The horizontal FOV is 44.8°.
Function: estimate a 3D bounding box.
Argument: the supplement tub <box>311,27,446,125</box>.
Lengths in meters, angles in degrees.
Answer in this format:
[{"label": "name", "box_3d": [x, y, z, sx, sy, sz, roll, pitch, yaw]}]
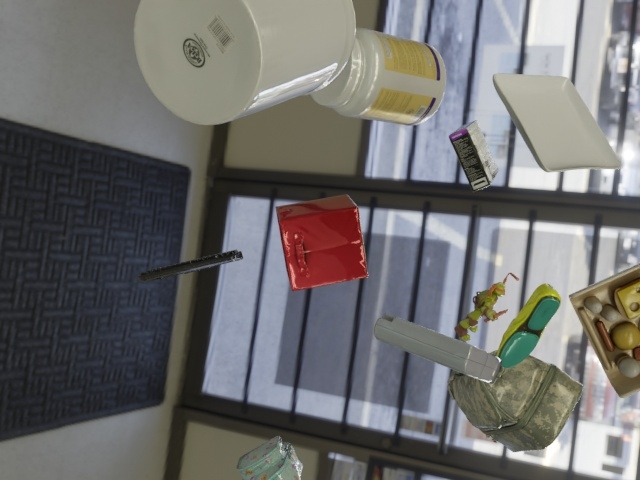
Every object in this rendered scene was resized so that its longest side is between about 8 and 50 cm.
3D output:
[{"label": "supplement tub", "box_3d": [0.155, -0.452, 2.146, 0.331, 0.241, 0.241, 3, 94, -36]}]

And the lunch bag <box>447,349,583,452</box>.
[{"label": "lunch bag", "box_3d": [0.484, 0.400, 2.021, 0.212, 0.256, 0.305, -52, 176, -17]}]

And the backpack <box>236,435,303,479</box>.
[{"label": "backpack", "box_3d": [-0.137, 0.622, 2.061, 0.144, 0.166, 0.188, 60, 5, -14]}]

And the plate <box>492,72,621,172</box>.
[{"label": "plate", "box_3d": [0.542, -0.267, 1.805, 0.277, 0.045, 0.278, -7, 63, -34]}]

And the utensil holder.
[{"label": "utensil holder", "box_3d": [-0.153, -0.431, 1.632, 0.385, 0.328, 0.327, -38, 130, -54]}]

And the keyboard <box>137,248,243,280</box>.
[{"label": "keyboard", "box_3d": [-0.232, 0.045, 1.409, 0.108, 0.180, 0.023, 28, 50, -85]}]

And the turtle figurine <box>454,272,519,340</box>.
[{"label": "turtle figurine", "box_3d": [0.484, 0.201, 2.308, 0.217, 0.087, 0.269, -57, 179, 33]}]

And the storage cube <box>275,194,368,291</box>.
[{"label": "storage cube", "box_3d": [0.000, 0.000, 1.934, 0.215, 0.193, 0.183, -113, -166, -76]}]

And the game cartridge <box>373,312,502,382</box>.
[{"label": "game cartridge", "box_3d": [0.226, 0.202, 1.413, 0.062, 0.198, 0.297, -65, 156, -3]}]

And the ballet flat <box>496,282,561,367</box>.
[{"label": "ballet flat", "box_3d": [0.472, 0.190, 1.771, 0.077, 0.077, 0.231, -93, -156, -55]}]

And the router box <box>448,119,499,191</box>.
[{"label": "router box", "box_3d": [0.342, -0.190, 1.718, 0.133, 0.046, 0.179, 66, 23, -5]}]

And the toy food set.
[{"label": "toy food set", "box_3d": [0.770, 0.213, 1.894, 0.306, 0.220, 0.092, 61, 9, -13]}]
